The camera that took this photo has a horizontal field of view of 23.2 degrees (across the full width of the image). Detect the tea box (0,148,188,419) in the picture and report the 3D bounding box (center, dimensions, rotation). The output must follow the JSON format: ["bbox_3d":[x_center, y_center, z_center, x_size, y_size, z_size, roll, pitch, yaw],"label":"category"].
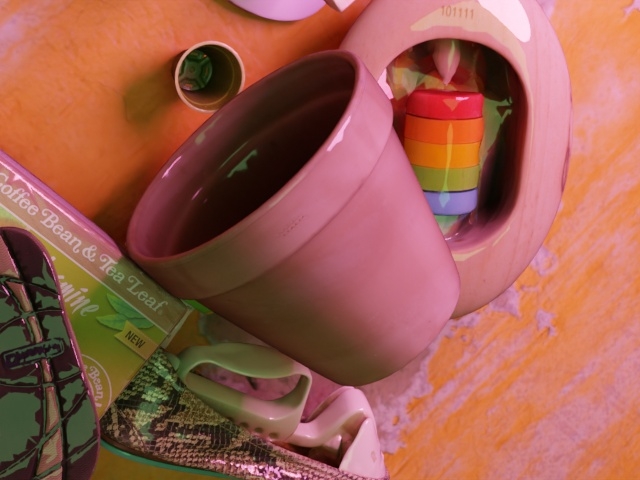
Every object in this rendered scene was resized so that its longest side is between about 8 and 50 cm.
[{"bbox_3d":[-0.387,0.077,1.711,0.329,0.220,0.323,40,86,-24],"label":"tea box"}]

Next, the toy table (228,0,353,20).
[{"bbox_3d":[-0.062,-0.366,1.763,0.274,0.161,0.252,38,87,-23],"label":"toy table"}]

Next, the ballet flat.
[{"bbox_3d":[-0.047,0.231,1.879,0.483,0.164,0.182,27,102,-31],"label":"ballet flat"}]

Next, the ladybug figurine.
[{"bbox_3d":[0.142,-0.118,1.877,0.305,0.162,0.449,6,107,-4],"label":"ladybug figurine"}]

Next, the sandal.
[{"bbox_3d":[-0.296,0.135,1.599,0.120,0.086,0.302,-7,91,-13],"label":"sandal"}]

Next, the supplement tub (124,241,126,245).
[{"bbox_3d":[-0.174,-0.018,1.851,0.071,0.071,0.107,37,87,-24],"label":"supplement tub"}]

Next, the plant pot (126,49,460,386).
[{"bbox_3d":[0.000,0.000,1.697,0.323,0.323,0.280,-45,113,-6],"label":"plant pot"}]

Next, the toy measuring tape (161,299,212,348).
[{"bbox_3d":[-0.125,0.081,1.863,0.121,0.121,0.330,37,88,-24],"label":"toy measuring tape"}]

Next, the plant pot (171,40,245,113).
[{"bbox_3d":[-0.139,-0.195,1.817,0.083,0.079,0.083,-5,105,-19],"label":"plant pot"}]
